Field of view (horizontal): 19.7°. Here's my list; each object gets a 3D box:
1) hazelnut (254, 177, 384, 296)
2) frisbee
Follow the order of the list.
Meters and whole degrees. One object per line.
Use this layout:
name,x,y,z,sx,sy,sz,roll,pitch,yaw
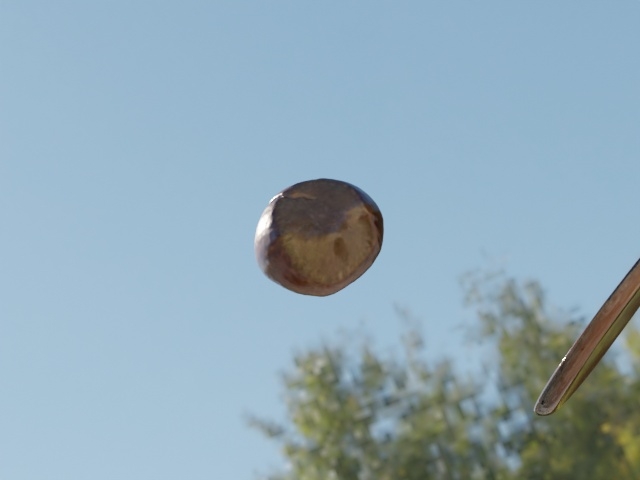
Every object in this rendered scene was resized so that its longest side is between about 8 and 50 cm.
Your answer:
hazelnut,0.000,0.000,2.140,0.154,0.143,0.143,-25,-21,-14
frisbee,0.295,0.078,1.857,0.251,0.021,0.251,-51,-13,-17
